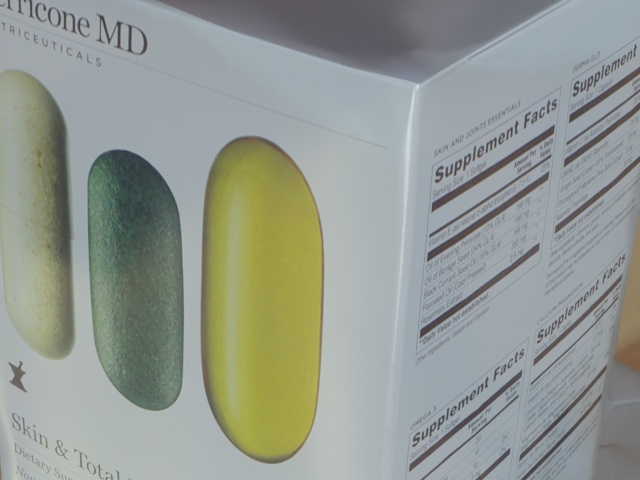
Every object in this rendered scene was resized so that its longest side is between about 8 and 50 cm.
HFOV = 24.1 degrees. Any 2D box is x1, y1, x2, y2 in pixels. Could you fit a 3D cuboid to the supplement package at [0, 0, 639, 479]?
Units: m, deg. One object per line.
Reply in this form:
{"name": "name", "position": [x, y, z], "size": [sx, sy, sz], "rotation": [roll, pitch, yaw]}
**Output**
{"name": "supplement package", "position": [0.000, 0.000, 0.611], "size": [0.199, 0.262, 0.198], "rotation": [22, -146, 29]}

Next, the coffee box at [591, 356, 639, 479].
{"name": "coffee box", "position": [0.182, 0.214, 1.276], "size": [0.141, 0.098, 0.246], "rotation": [-58, -179, -41]}
